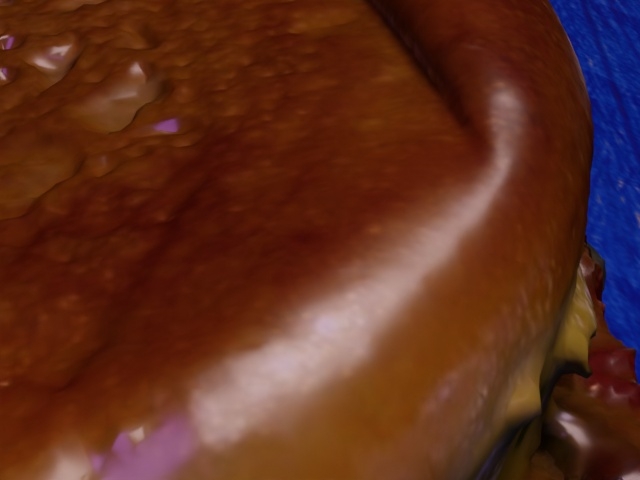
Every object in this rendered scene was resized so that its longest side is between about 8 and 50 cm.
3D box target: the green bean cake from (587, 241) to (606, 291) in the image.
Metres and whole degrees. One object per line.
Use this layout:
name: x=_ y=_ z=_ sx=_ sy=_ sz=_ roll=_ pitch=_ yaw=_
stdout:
green bean cake: x=0.000 y=0.000 z=0.836 sx=0.185 sy=0.094 sz=0.183 roll=4 pitch=31 yaw=-41

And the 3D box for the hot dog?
hot dog: x=-0.030 y=0.017 z=0.562 sx=0.223 sy=0.185 sz=0.405 roll=-19 pitch=34 yaw=-6
